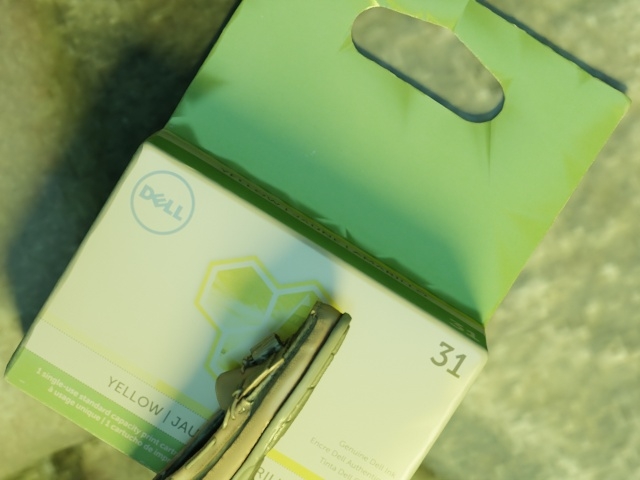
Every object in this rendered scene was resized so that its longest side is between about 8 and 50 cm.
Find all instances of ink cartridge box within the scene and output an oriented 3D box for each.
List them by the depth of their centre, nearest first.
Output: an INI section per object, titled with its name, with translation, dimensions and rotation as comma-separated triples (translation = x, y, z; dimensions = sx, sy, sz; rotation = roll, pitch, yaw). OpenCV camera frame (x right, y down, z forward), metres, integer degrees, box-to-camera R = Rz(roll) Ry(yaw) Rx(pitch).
[ink cartridge box]
translation = 0.000, 0.000, 0.813
dimensions = 0.171, 0.056, 0.235
rotation = 32, 102, -3

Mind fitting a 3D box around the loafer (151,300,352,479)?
[loafer]
translation = -0.034, 0.073, 0.780
dimensions = 0.039, 0.045, 0.125
rotation = 33, 105, 3
